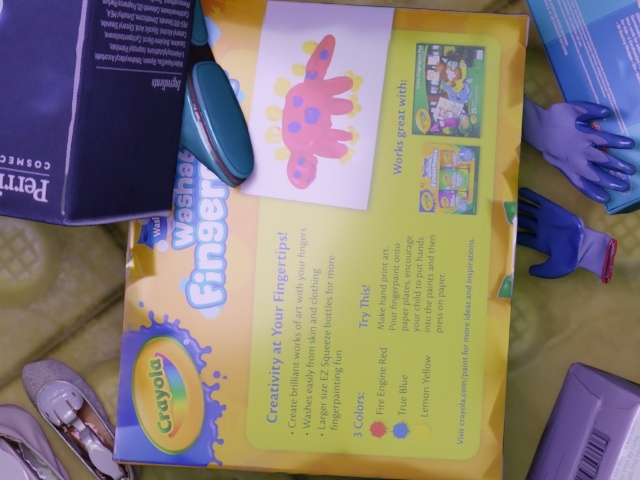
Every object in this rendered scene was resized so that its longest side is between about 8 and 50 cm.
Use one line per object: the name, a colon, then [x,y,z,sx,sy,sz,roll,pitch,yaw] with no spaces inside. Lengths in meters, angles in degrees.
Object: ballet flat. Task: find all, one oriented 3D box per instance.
ballet flat: [-0.238,0.185,1.719,0.057,0.052,0.168,-42,91,0]
ballet flat: [-0.133,-0.157,1.558,0.087,0.083,0.247,-19,87,25]
ballet flat: [-0.268,0.275,1.705,0.086,0.086,0.248,-37,91,-1]

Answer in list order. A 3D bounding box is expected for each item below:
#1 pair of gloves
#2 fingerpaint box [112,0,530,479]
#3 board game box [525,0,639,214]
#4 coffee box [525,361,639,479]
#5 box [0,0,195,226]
pair of gloves: [0.241,-0.047,1.675,0.023,0.159,0.198,-12,117,-34]
fingerpaint box: [0.000,0.000,1.665,0.371,0.163,0.445,3,88,0]
board game box: [0.389,-0.202,1.631,0.336,0.079,0.254,-23,82,25]
coffee box: [0.357,0.338,1.591,0.334,0.338,0.338,21,90,-2]
box: [-0.275,-0.229,1.447,0.293,0.212,0.396,9,97,19]
